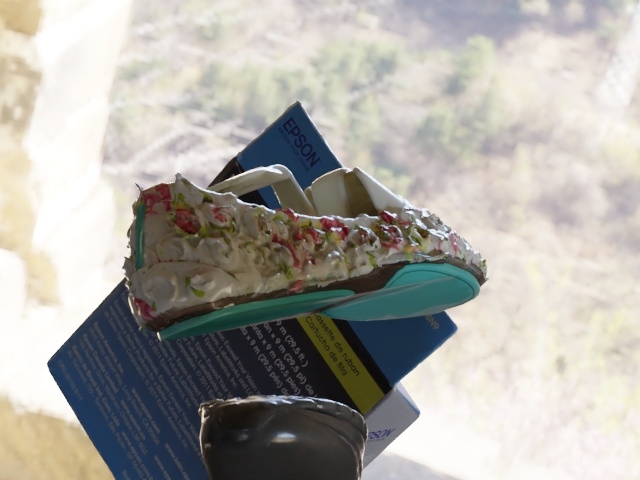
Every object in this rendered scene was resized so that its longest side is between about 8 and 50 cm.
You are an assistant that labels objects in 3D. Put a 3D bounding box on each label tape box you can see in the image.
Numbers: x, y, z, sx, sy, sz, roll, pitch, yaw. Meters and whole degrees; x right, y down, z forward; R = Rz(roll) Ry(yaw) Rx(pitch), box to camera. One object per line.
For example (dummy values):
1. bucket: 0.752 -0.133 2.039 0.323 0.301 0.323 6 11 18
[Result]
1. label tape box: -0.045 0.091 1.383 0.115 0.347 0.249 6 44 -57

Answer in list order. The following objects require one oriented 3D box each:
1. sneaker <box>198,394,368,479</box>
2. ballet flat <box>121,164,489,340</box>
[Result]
1. sneaker: -0.014 0.199 1.118 0.109 0.286 0.130 -5 56 14
2. ballet flat: 0.000 0.000 0.796 0.241 0.091 0.077 -1 71 -53
